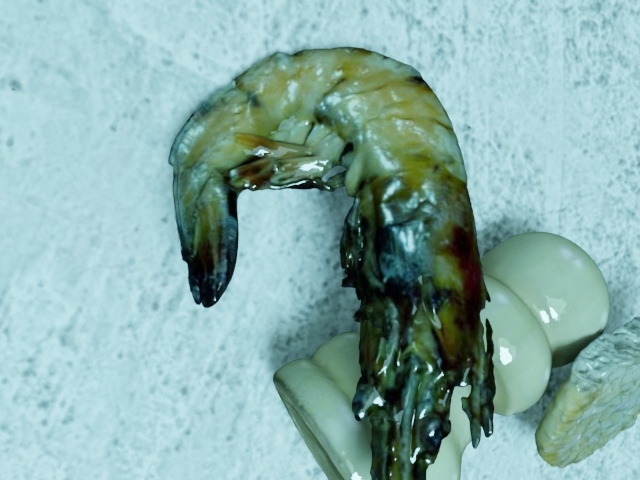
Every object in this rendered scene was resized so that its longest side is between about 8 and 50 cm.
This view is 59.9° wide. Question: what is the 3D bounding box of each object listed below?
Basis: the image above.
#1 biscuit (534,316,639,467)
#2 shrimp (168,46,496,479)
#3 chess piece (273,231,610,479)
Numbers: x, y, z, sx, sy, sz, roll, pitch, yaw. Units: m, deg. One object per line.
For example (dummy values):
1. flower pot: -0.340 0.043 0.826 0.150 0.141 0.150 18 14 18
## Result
1. biscuit: 0.276 0.138 0.522 0.188 0.040 0.265 -52 140 7
2. shrimp: 0.000 0.000 0.408 0.232 0.071 0.365 0 66 -1
3. chess piece: 0.125 0.104 0.482 0.299 0.167 0.167 -31 102 -15
